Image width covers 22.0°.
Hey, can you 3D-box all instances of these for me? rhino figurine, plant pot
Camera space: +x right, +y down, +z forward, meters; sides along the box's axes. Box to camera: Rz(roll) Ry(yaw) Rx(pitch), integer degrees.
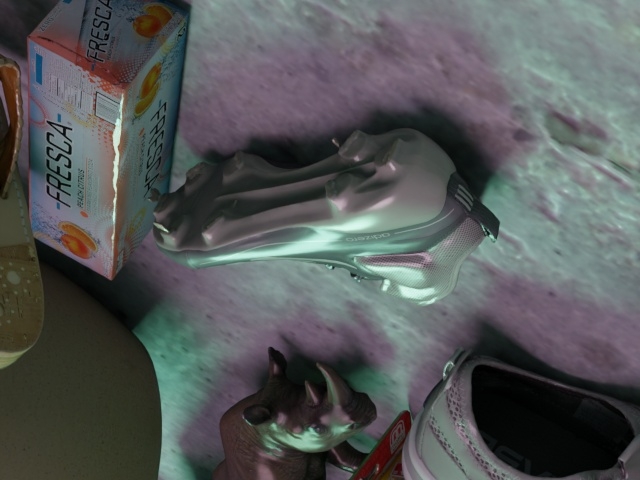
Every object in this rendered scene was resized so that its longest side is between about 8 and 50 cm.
[{"bbox_3d":[-0.017,0.143,1.049,0.106,0.073,0.243,23,146,7],"label":"rhino figurine"},{"bbox_3d":[-0.211,0.123,1.044,0.191,0.284,0.284,5,157,-24],"label":"plant pot"}]

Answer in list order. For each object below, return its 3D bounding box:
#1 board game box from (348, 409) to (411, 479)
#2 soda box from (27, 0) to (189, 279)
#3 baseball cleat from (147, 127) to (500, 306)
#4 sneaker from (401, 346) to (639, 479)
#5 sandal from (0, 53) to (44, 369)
[{"bbox_3d":[0.054,0.236,1.039,0.039,0.124,0.259,14,137,34],"label":"board game box"},{"bbox_3d":[-0.115,-0.058,0.866,0.058,0.063,0.183,29,148,8],"label":"soda box"},{"bbox_3d":[0.000,0.000,0.843,0.206,0.072,0.109,-6,139,49],"label":"baseball cleat"},{"bbox_3d":[0.170,0.149,0.868,0.281,0.105,0.115,23,147,15],"label":"sneaker"},{"bbox_3d":[-0.173,-0.059,0.830,0.088,0.240,0.079,4,149,-44],"label":"sandal"}]
